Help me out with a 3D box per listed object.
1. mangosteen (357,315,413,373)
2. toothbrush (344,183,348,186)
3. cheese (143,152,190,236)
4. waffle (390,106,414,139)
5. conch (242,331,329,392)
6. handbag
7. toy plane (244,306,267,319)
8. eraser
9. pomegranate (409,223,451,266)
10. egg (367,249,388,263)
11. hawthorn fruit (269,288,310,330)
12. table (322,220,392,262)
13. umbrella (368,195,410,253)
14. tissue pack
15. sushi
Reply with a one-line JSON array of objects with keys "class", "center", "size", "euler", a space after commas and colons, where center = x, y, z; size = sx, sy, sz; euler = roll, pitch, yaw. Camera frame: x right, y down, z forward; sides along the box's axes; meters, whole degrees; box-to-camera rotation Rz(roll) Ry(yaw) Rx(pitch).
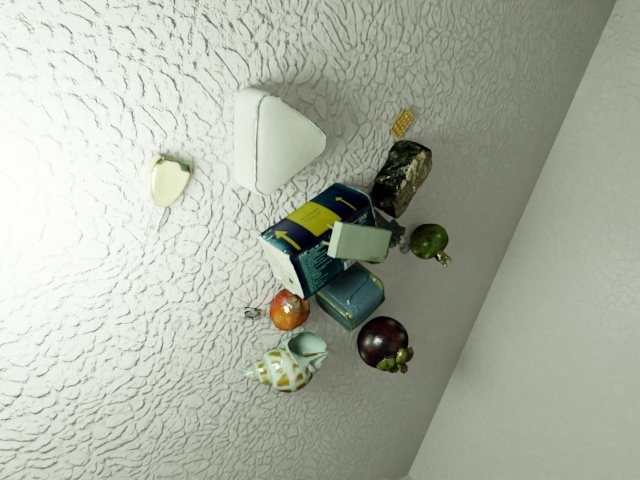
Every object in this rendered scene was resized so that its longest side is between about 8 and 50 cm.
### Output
[{"class": "mangosteen", "center": [0.348, 0.557, 2.233], "size": [0.300, 0.300, 0.300], "euler": [-21, 125, -34]}, {"class": "toothbrush", "center": [0.127, -0.158, 1.838], "size": [0.022, 0.017, 0.204], "euler": [-21, 126, -11]}, {"class": "cheese", "center": [-0.480, -0.128, 1.256], "size": [0.127, 0.054, 0.251], "euler": [13, 103, -46]}, {"class": "waffle", "center": [0.366, -0.528, 1.860], "size": [0.135, 0.021, 0.092], "euler": [-56, 137, -4]}, {"class": "conch", "center": [-0.144, 0.537, 1.830], "size": [0.368, 0.197, 0.249], "euler": [6, 72, -44]}, {"class": "handbag", "center": [0.134, 0.245, 1.883], "size": [0.241, 0.263, 0.222], "euler": [-40, 151, -18]}, {"class": "toy plane", "center": [-0.269, 0.298, 1.702], "size": [0.120, 0.031, 0.049], "euler": [21, 88, -44]}, {"class": "eraser", "center": [-0.163, -0.351, 1.368], "size": [0.331, 0.150, 0.331], "euler": [-24, 129, -33]}, {"class": "pomegranate", "center": [0.589, 0.024, 2.210], "size": [0.211, 0.263, 0.211], "euler": [-26, 154, -14]}, {"class": "egg", "center": [0.242, 0.037, 1.959], "size": [0.181, 0.141, 0.141], "euler": [27, 92, -44]}, {"class": "hawthorn fruit", "center": [-0.129, 0.291, 1.732], "size": [0.173, 0.173, 0.173], "euler": [-21, 125, -34]}, {"class": "table", "center": [0.121, -0.001, 1.480], "size": [0.240, 0.111, 0.121], "euler": [8, 100, -38]}, {"class": "umbrella", "center": [0.282, -0.051, 1.868], "size": [0.349, 0.094, 0.143], "euler": [39, 100, -21]}, {"class": "tissue pack", "center": [0.000, 0.000, 1.628], "size": [0.416, 0.253, 0.264], "euler": [-38, 131, -23]}, {"class": "sushi", "center": [0.371, -0.281, 1.889], "size": [0.211, 0.171, 0.350], "euler": [25, 94, -49]}]
